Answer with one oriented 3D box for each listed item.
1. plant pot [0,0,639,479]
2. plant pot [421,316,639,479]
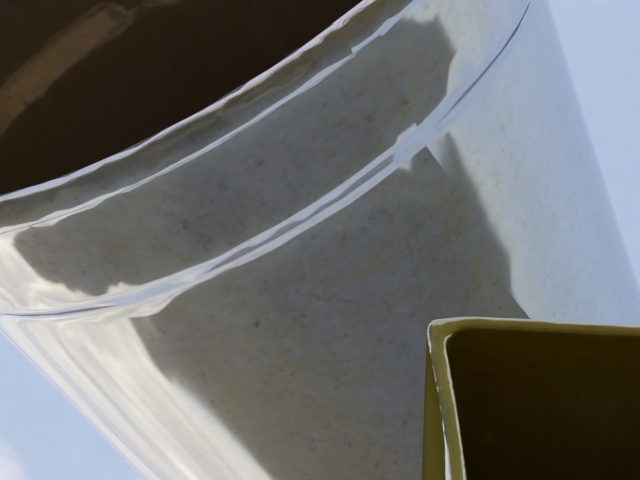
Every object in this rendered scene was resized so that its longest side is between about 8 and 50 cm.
[{"bbox_3d":[0.000,0.000,0.878,0.334,0.334,0.305,-33,-61,-4],"label":"plant pot"},{"bbox_3d":[0.060,0.074,0.403,0.081,0.083,0.081,3,-144,-5],"label":"plant pot"}]
